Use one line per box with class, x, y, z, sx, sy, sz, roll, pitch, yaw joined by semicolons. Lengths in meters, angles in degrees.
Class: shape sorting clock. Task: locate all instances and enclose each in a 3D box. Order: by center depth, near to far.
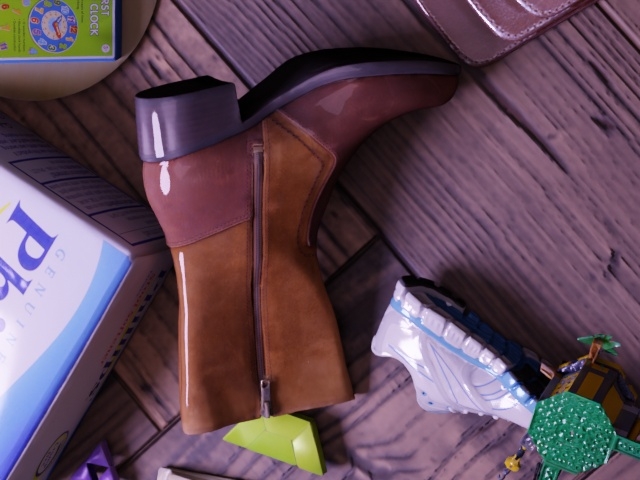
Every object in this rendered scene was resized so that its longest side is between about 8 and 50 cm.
shape sorting clock;-0.227;-0.214;1.451;0.206;0.040;0.206;-5;105;-19

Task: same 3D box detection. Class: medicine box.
medicine box;-0.303;0.036;1.481;0.289;0.149;0.263;33;101;10

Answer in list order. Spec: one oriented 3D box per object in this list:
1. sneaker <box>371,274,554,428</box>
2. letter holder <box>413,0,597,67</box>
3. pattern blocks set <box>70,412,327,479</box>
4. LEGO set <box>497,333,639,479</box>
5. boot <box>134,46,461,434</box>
sneaker;0.122;0.112;1.433;0.190;0.071;0.083;38;112;13
letter holder;0.104;-0.295;1.348;0.214;0.152;0.302;-30;89;17
pattern blocks set;-0.065;0.272;1.505;0.325;0.026;0.285;25;100;11
LEGO set;0.251;0.217;1.357;0.255;0.192;0.331;12;115;18
boot;0.000;0.000;1.423;0.264;0.096;0.280;-15;107;-21
